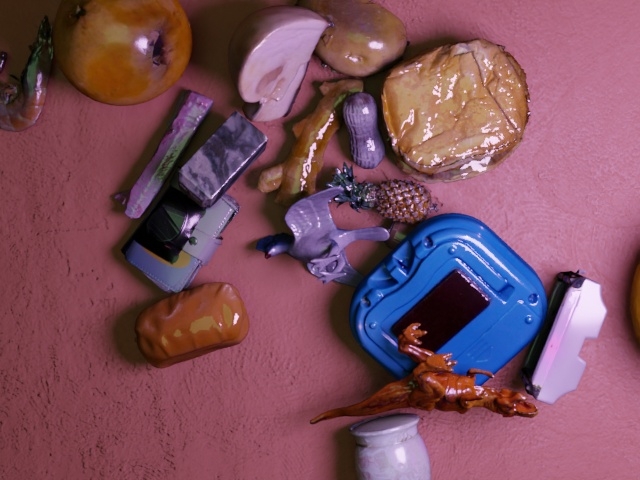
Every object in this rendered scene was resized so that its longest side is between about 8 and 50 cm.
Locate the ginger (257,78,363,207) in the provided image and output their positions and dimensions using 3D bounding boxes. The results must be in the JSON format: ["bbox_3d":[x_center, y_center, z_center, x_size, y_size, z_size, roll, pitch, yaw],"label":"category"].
[{"bbox_3d":[-0.007,-0.197,1.712,0.118,0.065,0.299,34,92,-5],"label":"ginger"}]

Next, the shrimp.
[{"bbox_3d":[-0.615,-0.346,1.765,0.143,0.052,0.251,24,96,6],"label":"shrimp"}]

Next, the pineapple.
[{"bbox_3d":[0.122,-0.088,1.677,0.221,0.083,0.103,13,55,8],"label":"pineapple"}]

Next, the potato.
[{"bbox_3d":[0.047,-0.401,1.665,0.243,0.098,0.138,21,80,4],"label":"potato"}]

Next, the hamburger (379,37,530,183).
[{"bbox_3d":[0.258,-0.245,1.647,0.283,0.144,0.259,-11,88,10],"label":"hamburger"}]

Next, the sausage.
[{"bbox_3d":[-0.259,0.171,1.724,0.241,0.120,0.136,-23,76,6],"label":"sausage"}]

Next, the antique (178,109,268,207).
[{"bbox_3d":[-0.196,-0.152,1.692,0.088,0.086,0.183,42,77,1],"label":"antique"}]

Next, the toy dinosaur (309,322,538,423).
[{"bbox_3d":[0.177,0.258,1.588,0.432,0.097,0.208,0,129,16],"label":"toy dinosaur"}]

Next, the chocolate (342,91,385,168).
[{"bbox_3d":[0.085,-0.210,1.672,0.072,0.072,0.167,-8,124,6],"label":"chocolate"}]

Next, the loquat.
[{"bbox_3d":[-0.381,-0.388,1.656,0.263,0.263,0.263,0,93,5],"label":"loquat"}]

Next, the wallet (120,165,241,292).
[{"bbox_3d":[-0.282,-0.021,1.744,0.170,0.069,0.231,37,94,7],"label":"wallet"}]

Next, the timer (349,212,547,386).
[{"bbox_3d":[0.240,0.136,1.647,0.309,0.115,0.340,42,107,-8],"label":"timer"}]

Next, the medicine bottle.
[{"bbox_3d":[0.136,0.417,1.687,0.147,0.147,0.143,-11,89,6],"label":"medicine bottle"}]

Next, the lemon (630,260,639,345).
[{"bbox_3d":[0.718,0.109,1.539,0.336,0.336,0.336,0,93,5],"label":"lemon"}]

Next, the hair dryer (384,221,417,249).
[{"bbox_3d":[0.162,0.058,1.713,0.117,0.064,0.182,25,100,4],"label":"hair dryer"}]

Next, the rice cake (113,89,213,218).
[{"bbox_3d":[-0.320,-0.177,1.747,0.081,0.051,0.290,35,95,11],"label":"rice cake"}]

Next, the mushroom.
[{"bbox_3d":[-0.126,-0.356,1.642,0.162,0.173,0.236,46,124,31],"label":"mushroom"}]

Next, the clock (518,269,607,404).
[{"bbox_3d":[0.459,0.177,1.626,0.083,0.186,0.253,21,95,6],"label":"clock"}]

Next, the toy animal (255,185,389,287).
[{"bbox_3d":[0.000,0.000,1.678,0.255,0.176,0.239,-17,129,-1],"label":"toy animal"}]
